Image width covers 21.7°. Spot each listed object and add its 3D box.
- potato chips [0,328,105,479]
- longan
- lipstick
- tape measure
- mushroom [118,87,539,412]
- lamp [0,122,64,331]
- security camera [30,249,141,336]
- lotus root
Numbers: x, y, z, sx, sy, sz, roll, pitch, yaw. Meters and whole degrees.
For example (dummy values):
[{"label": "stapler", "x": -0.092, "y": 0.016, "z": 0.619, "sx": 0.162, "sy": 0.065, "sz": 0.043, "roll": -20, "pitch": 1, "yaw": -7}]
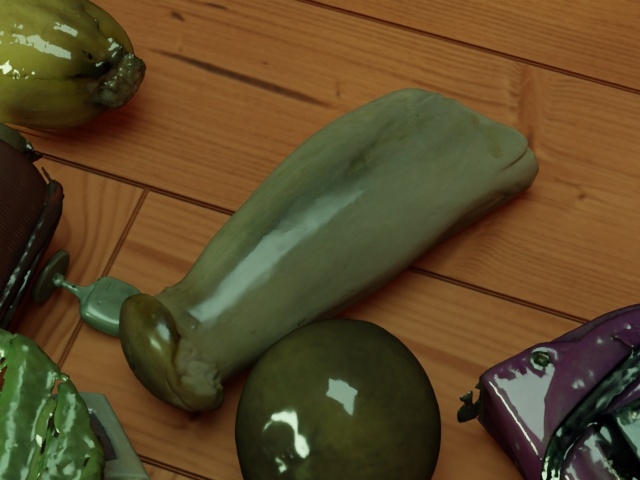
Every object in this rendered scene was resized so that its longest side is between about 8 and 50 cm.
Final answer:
[{"label": "potato chips", "x": -0.330, "y": 0.259, "z": 1.256, "sx": 0.373, "sy": 0.097, "sz": 0.389, "roll": -27, "pitch": 50, "yaw": 23}, {"label": "longan", "x": 0.013, "y": 0.156, "z": 1.348, "sx": 0.167, "sy": 0.167, "sz": 0.187, "roll": 16, "pitch": 81, "yaw": 12}, {"label": "lipstick", "x": -0.169, "y": 0.214, "z": 1.302, "sx": 0.079, "sy": 0.077, "sz": 0.253, "roll": -2, "pitch": 27, "yaw": -23}, {"label": "tape measure", "x": 0.264, "y": 0.167, "z": 1.329, "sx": 0.245, "sy": 0.149, "sz": 0.231, "roll": -28, "pitch": 62, "yaw": -11}, {"label": "mushroom", "x": -0.003, "y": -0.008, "z": 1.458, "sx": 0.407, "sy": 0.137, "sz": 0.154, "roll": -34, "pitch": 77, "yaw": -22}, {"label": "lamp", "x": -0.324, "y": 0.012, "z": 1.439, "sx": 0.180, "sy": 0.180, "sz": 0.258, "roll": 14, "pitch": 61, "yaw": 11}, {"label": "security camera", "x": -0.205, "y": 0.052, "z": 1.486, "sx": 0.092, "sy": 0.058, "sz": 0.058, "roll": 31, "pitch": 66, "yaw": 6}, {"label": "lotus root", "x": -0.305, "y": -0.188, "z": 1.574, "sx": 0.303, "sy": 0.131, "sz": 0.146, "roll": 19, "pitch": 65, "yaw": 10}]
